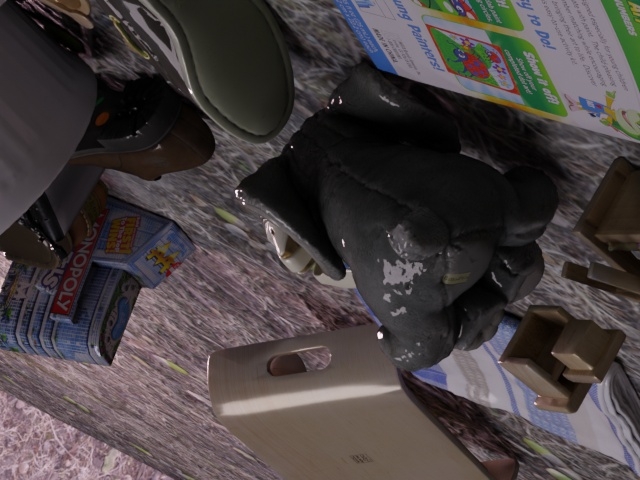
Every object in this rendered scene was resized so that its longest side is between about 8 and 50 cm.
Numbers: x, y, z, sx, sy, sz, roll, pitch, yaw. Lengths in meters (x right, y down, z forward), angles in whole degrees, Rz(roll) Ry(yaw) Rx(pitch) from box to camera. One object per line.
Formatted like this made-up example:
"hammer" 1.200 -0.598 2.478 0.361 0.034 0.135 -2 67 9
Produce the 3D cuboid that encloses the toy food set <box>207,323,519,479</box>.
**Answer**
"toy food set" 0.050 0.188 1.908 0.219 0.092 0.306 -11 143 29

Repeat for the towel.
"towel" 0.164 0.114 1.618 0.285 0.034 0.209 22 161 32

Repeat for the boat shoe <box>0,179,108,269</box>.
"boat shoe" -0.355 -0.055 1.930 0.307 0.104 0.111 20 143 30

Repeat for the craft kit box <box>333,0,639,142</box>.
"craft kit box" 0.090 -0.148 0.919 0.246 0.061 0.250 24 163 36

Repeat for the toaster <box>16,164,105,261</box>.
"toaster" -0.298 -0.089 1.731 0.168 0.110 0.186 29 164 11

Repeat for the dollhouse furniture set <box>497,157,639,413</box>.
"dollhouse furniture set" 0.219 0.042 1.048 0.101 0.161 0.182 38 164 -21

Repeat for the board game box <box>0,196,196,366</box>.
"board game box" -0.239 0.029 1.914 0.194 0.194 0.060 5 154 30

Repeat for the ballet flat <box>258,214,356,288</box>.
"ballet flat" 0.000 0.000 1.514 0.213 0.068 0.072 15 157 48

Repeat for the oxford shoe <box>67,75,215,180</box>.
"oxford shoe" -0.170 -0.085 1.558 0.096 0.083 0.227 37 165 -33

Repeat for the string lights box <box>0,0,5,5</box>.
"string lights box" -0.338 -0.239 1.375 0.259 0.077 0.133 14 145 49

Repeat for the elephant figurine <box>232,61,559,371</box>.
"elephant figurine" 0.027 -0.034 1.237 0.239 0.169 0.186 41 141 29

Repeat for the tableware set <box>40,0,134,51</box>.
"tableware set" -0.161 -0.185 1.315 0.141 0.020 0.169 30 160 12

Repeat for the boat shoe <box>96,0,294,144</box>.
"boat shoe" -0.095 -0.155 1.211 0.068 0.081 0.228 19 153 47

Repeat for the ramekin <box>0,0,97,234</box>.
"ramekin" -0.331 -0.096 1.491 0.277 0.277 0.135 11 146 53
